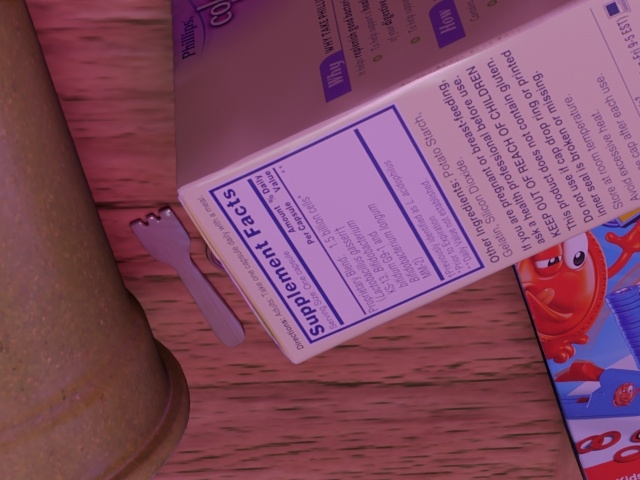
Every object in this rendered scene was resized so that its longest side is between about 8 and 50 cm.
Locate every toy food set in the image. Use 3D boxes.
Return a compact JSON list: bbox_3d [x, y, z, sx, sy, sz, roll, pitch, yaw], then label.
[{"bbox_3d":[0.000,0.000,0.987,0.192,0.038,0.132,-26,124,11],"label":"toy food set"}]

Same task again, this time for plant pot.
[{"bbox_3d":[-0.220,-0.005,0.844,0.276,0.276,0.253,-7,115,-1],"label":"plant pot"}]

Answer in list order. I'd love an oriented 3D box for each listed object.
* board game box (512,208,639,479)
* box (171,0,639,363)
[{"bbox_3d":[0.263,-0.014,0.979,0.308,0.086,0.302,-19,125,7],"label":"board game box"},{"bbox_3d":[0.059,-0.088,0.823,0.243,0.213,0.117,-25,124,10],"label":"box"}]
